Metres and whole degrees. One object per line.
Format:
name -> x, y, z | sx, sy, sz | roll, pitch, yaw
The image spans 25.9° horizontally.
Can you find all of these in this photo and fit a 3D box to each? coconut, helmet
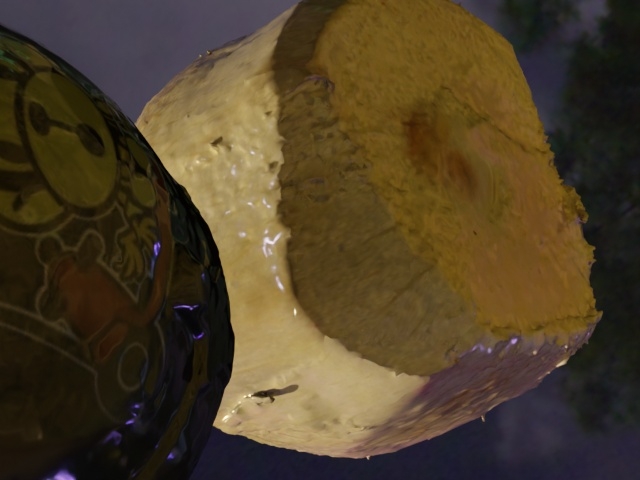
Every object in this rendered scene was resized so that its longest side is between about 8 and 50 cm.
coconut -> 0.000, 0.000, 1.195 | 0.405, 0.404, 0.404 | 16, -126, -24
helmet -> -0.174, 0.013, 0.443 | 0.279, 0.160, 0.230 | -3, -126, 7
